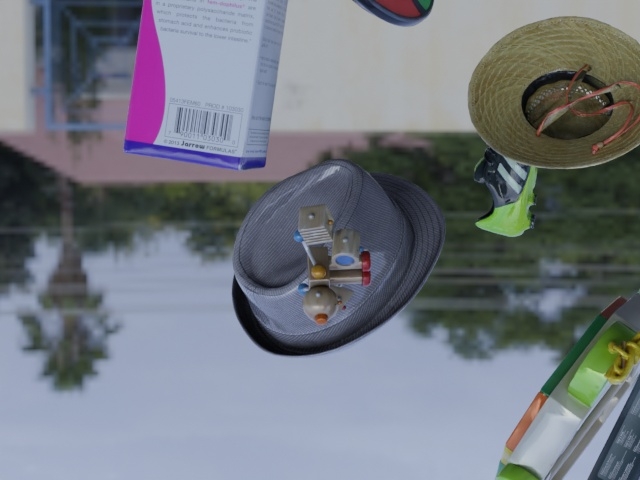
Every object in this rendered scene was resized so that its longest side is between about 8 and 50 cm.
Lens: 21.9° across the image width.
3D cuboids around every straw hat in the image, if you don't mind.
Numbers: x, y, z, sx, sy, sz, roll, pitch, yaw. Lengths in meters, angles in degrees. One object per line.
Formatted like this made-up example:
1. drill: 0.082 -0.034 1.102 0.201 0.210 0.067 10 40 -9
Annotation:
1. straw hat: 0.183 -0.091 1.214 0.144 0.144 0.061 1 150 17

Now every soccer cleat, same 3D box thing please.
1. soccer cleat: 0.205 -0.093 1.799 0.072 0.179 0.060 7 -170 7

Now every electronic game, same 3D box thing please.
1. electronic game: 0.064 -0.372 2.090 0.048 0.229 0.229 -31 165 33

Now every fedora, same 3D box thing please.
1. fedora: 0.000 0.000 1.915 0.244 0.275 0.124 38 169 40

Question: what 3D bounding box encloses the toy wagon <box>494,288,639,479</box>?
1. toy wagon: 0.263 0.153 1.621 0.068 0.267 0.344 35 160 16

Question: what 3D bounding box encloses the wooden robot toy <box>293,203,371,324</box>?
1. wooden robot toy: 0.011 0.044 1.625 0.076 0.079 0.173 1 144 3

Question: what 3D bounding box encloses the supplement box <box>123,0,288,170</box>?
1. supplement box: -0.097 -0.180 1.482 0.111 0.220 0.114 10 -174 9

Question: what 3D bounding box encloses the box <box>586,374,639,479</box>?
1. box: 0.290 0.152 1.174 0.175 0.220 0.051 28 177 -28
